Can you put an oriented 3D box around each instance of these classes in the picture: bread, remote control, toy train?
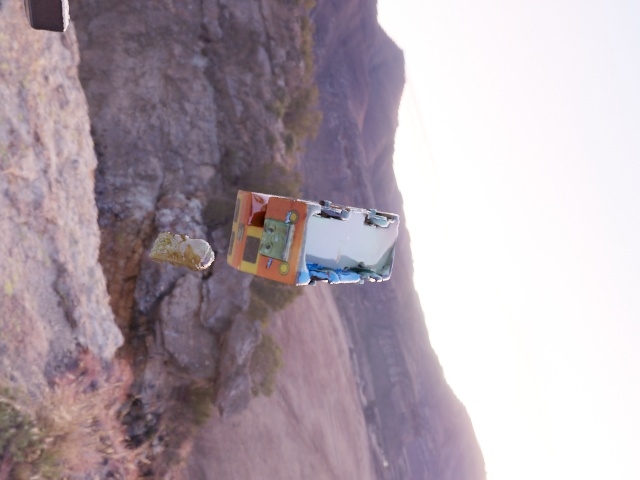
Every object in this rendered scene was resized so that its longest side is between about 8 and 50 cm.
[{"bbox_3d":[-0.243,0.020,1.079,0.060,0.110,0.066,-76,180,-51],"label":"bread"},{"bbox_3d":[-0.368,-0.381,0.805,0.245,0.063,0.025,117,-36,-54],"label":"remote control"},{"bbox_3d":[0.000,0.000,0.549,0.188,0.099,0.072,3,95,-58],"label":"toy train"}]
